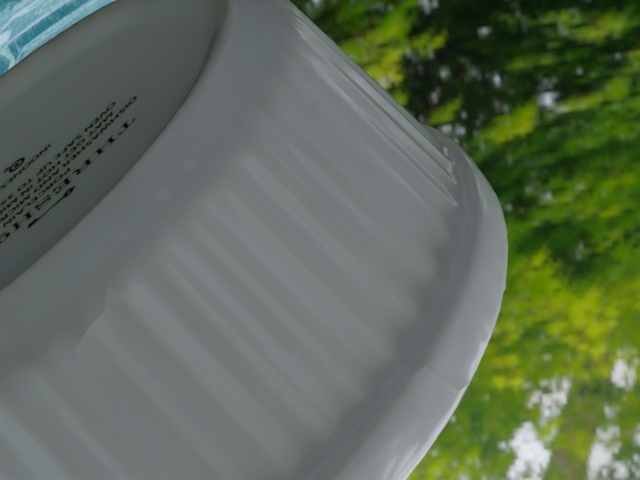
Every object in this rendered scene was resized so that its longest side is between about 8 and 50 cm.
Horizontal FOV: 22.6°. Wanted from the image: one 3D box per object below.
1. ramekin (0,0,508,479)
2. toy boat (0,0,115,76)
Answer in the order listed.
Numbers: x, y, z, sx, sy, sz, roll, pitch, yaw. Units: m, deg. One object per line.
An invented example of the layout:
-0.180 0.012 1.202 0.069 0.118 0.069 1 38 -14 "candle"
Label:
-0.077 0.019 0.579 0.273 0.127 0.273 -32 -154 17 "ramekin"
-0.195 -0.088 0.881 0.318 0.148 0.267 -41 -177 39 "toy boat"
